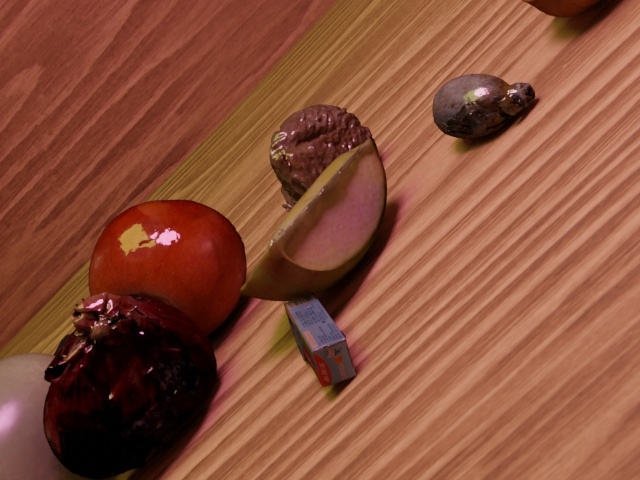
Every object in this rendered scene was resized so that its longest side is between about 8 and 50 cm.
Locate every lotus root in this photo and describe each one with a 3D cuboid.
[{"bbox_3d":[0.210,-0.180,1.343,0.165,0.088,0.088,-1,48,54],"label":"lotus root"}]

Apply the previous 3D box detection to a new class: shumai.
[{"bbox_3d":[-0.015,-0.110,1.612,0.206,0.166,0.175,-30,-9,-44],"label":"shumai"}]

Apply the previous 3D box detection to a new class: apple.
[{"bbox_3d":[-0.251,0.060,1.645,0.271,0.251,0.206,-18,46,28],"label":"apple"},{"bbox_3d":[0.000,0.000,1.395,0.265,0.120,0.193,-49,0,-36],"label":"apple"}]

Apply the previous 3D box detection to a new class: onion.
[{"bbox_3d":[-0.286,0.210,1.447,0.221,0.281,0.281,29,73,30],"label":"onion"}]

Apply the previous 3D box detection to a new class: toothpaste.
[{"bbox_3d":[0.000,0.128,1.234,0.044,0.070,0.193,-19,16,-7],"label":"toothpaste"}]

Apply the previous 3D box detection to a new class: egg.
[{"bbox_3d":[-0.477,0.339,1.555,0.258,0.258,0.352,-29,36,46],"label":"egg"}]

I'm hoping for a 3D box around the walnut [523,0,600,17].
[{"bbox_3d":[0.358,-0.370,1.378,0.167,0.087,0.211,-20,34,44],"label":"walnut"}]

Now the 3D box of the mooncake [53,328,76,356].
[{"bbox_3d":[-0.435,0.261,1.832,0.283,0.141,0.283,-45,18,18],"label":"mooncake"}]
